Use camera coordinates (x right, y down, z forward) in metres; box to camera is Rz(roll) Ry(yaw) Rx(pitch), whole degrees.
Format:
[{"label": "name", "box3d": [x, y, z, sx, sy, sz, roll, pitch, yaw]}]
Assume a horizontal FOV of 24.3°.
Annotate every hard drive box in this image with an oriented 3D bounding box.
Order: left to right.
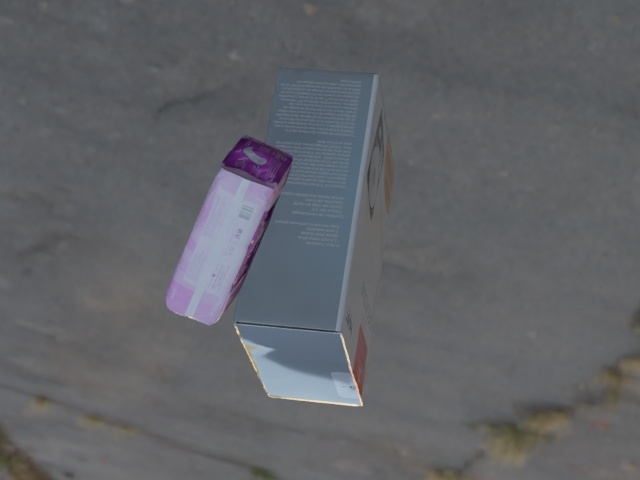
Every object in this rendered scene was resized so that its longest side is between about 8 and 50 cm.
[{"label": "hard drive box", "box3d": [0.000, 0.000, 1.252, 0.089, 0.232, 0.181, 5, 157, 10]}]

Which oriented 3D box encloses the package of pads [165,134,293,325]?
[{"label": "package of pads", "box3d": [-0.044, -0.005, 0.712, 0.032, 0.050, 0.083, 25, 115, 0]}]
